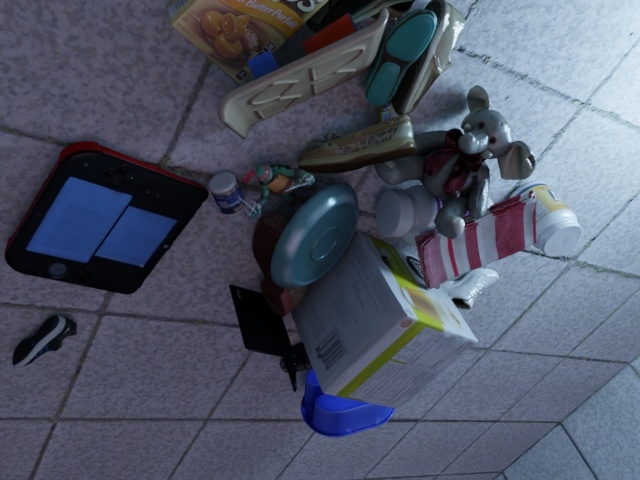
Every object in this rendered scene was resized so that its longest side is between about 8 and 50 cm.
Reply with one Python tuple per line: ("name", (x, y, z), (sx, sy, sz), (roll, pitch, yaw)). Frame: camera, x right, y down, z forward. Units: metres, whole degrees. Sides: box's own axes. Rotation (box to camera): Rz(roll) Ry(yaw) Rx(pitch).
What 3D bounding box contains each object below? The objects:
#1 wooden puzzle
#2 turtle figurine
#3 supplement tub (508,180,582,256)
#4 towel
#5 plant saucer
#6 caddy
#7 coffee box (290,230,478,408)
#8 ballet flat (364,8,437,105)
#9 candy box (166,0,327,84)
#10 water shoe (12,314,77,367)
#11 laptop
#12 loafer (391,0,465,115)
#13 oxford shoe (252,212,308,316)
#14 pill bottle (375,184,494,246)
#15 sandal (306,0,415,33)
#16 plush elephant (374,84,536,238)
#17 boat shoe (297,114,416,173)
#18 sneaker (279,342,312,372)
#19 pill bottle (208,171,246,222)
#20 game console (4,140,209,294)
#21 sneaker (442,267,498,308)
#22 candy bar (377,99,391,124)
("wooden puzzle", (-0.039, -0.331, 1.192), (0.348, 0.322, 0.080), (-29, 93, 2))
("turtle figurine", (-0.087, -0.128, 1.449), (0.175, 0.118, 0.234), (-29, 155, 27))
("supplement tub", (0.653, -0.064, 1.773), (0.145, 0.199, 0.144), (-13, 136, -12))
("towel", (0.421, 0.007, 1.615), (0.329, 0.037, 0.237), (-23, 142, 2))
("plant saucer", (0.000, 0.000, 1.555), (0.318, 0.044, 0.317), (-39, 150, -28))
("caddy", (0.099, 0.544, 2.107), (0.342, 0.241, 0.179), (-12, 131, -12))
("coffee box", (0.173, 0.237, 1.761), (0.335, 0.337, 0.338), (23, 119, -39))
("ballet flat", (0.164, -0.403, 1.302), (0.083, 0.087, 0.247), (20, 135, -14))
("candy box", (-0.109, -0.465, 1.123), (0.316, 0.087, 0.183), (-39, 135, 17))
("water shoe", (-0.727, 0.279, 1.603), (0.203, 0.072, 0.080), (-38, 138, 15))
("laptop", (-0.162, 0.282, 1.735), (0.137, 0.234, 0.264), (-11, 136, -12))
("loafer", (0.239, -0.391, 1.339), (0.092, 0.101, 0.268), (4, 133, -24))
("oxford shoe", (-0.097, 0.049, 1.648), (0.130, 0.123, 0.348), (-33, 143, -31))
("pill bottle", (0.309, -0.064, 1.646), (0.302, 0.169, 0.169), (3, 131, -27))
("sandal", (0.115, -0.481, 1.204), (0.303, 0.120, 0.086), (-19, 155, 4))
("plush elephant", (0.356, -0.208, 1.466), (0.330, 0.271, 0.255), (-29, 161, -38))
("boat shoe", (0.081, -0.220, 1.429), (0.286, 0.089, 0.105), (-9, 172, 17))
("sneaker", (-0.002, 0.381, 2.003), (0.268, 0.101, 0.106), (-21, 140, -2))
("pill bottle", (-0.218, -0.100, 1.454), (0.067, 0.067, 0.120), (-21, 137, -3))
("game console", (-0.495, -0.033, 1.406), (0.342, 0.060, 0.386), (22, 121, -38))
("sneaker", (0.490, 0.174, 2.000), (0.232, 0.115, 0.090), (-22, 137, -2))
("candy bar", (0.154, -0.273, 1.481), (0.040, 0.018, 0.161), (-17, 137, -12))
